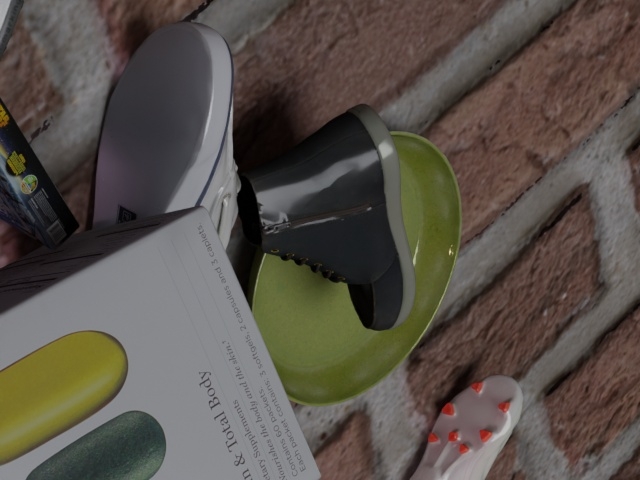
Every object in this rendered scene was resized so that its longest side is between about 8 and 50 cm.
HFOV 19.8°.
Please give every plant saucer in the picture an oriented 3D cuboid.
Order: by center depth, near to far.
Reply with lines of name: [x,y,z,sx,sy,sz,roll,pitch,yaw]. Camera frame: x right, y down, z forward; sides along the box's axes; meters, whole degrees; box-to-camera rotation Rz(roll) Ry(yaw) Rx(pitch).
plant saucer: [0.022,0.019,1.506,0.241,0.037,0.241,-25,127,-38]

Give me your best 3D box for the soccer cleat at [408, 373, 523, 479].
soccer cleat: [0.128,0.211,1.711,0.196,0.068,0.076,-56,146,3]

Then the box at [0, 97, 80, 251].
box: [-0.215,-0.061,1.159,0.027,0.094,0.137,-46,138,-20]

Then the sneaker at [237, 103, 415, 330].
sneaker: [0.000,0.000,1.398,0.118,0.083,0.222,-24,136,-13]

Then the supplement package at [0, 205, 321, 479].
supplement package: [-0.183,0.128,1.159,0.262,0.198,0.199,-30,102,-37]

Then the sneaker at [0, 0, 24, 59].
sneaker: [-0.355,-0.022,0.960,0.257,0.169,0.447,22,91,-35]

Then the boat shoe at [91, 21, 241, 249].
boat shoe: [-0.099,-0.030,1.304,0.088,0.096,0.267,-12,121,-48]
